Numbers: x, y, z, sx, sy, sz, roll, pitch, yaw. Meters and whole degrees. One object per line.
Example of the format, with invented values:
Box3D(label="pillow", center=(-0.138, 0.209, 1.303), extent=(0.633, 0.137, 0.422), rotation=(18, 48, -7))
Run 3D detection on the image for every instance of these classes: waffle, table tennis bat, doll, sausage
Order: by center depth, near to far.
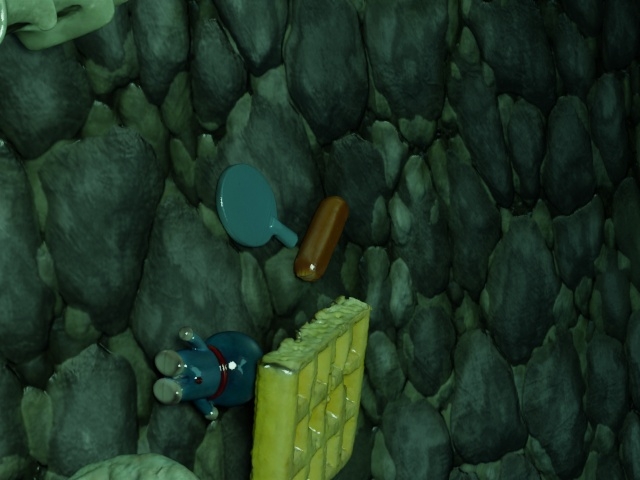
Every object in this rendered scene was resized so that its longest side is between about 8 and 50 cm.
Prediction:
Box3D(label="doll", center=(-0.120, 0.148, 1.698), extent=(0.152, 0.085, 0.114), rotation=(-6, 104, -45))
Box3D(label="waffle", center=(-0.013, 0.206, 1.783), extent=(0.248, 0.055, 0.221), rotation=(-36, 135, -61))
Box3D(label="table tennis bat", center=(-0.078, -0.034, 1.844), extent=(0.155, 0.019, 0.100), rotation=(37, 55, -45))
Box3D(label="sausage", center=(0.000, 0.000, 1.934), extent=(0.041, 0.039, 0.131), rotation=(61, 40, -40))

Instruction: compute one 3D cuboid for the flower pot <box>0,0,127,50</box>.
Box3D(label="flower pot", center=(-0.312, -0.301, 1.418), extent=(0.367, 0.164, 0.254), rotation=(-25, 100, -53))

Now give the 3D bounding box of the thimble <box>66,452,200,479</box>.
Box3D(label="thimble", center=(-0.181, 0.359, 1.398), extent=(0.195, 0.291, 0.291), rotation=(51, 45, -32))
